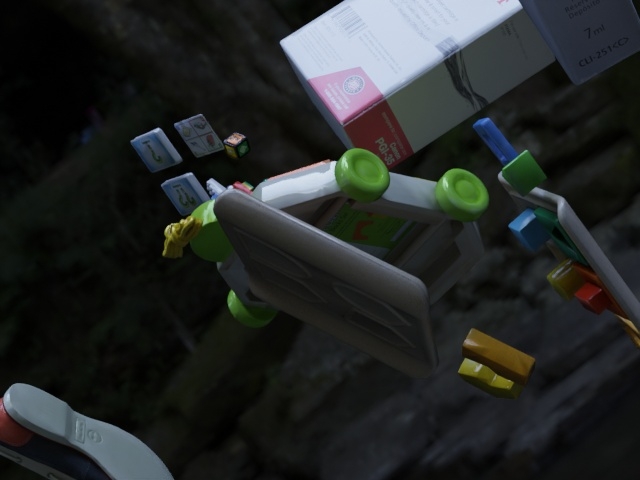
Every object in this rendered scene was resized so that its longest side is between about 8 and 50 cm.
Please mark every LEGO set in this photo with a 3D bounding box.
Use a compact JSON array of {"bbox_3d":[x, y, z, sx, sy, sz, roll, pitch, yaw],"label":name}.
[{"bbox_3d":[-0.133,-0.056,1.864,0.060,0.182,0.244,-42,16,-28],"label":"LEGO set"}]

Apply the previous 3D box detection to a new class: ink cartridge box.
[{"bbox_3d":[0.122,-0.238,1.979,0.283,0.117,0.207,-33,44,-1],"label":"ink cartridge box"},{"bbox_3d":[0.114,-0.291,1.114,0.066,0.261,0.296,-29,41,6],"label":"ink cartridge box"}]

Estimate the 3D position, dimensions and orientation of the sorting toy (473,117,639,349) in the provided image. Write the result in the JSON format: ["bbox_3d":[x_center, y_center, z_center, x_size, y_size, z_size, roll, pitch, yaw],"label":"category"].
[{"bbox_3d":[0.260,0.020,1.659,0.047,0.348,0.196,-39,18,-1],"label":"sorting toy"}]

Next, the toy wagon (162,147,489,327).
[{"bbox_3d":[0.000,0.000,1.629,0.344,0.068,0.267,11,-38,-27],"label":"toy wagon"}]

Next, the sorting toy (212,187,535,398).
[{"bbox_3d":[0.055,0.058,1.421,0.041,0.307,0.229,-59,-15,-16],"label":"sorting toy"}]

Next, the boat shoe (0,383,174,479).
[{"bbox_3d":[-0.153,0.140,0.999,0.043,0.137,0.049,-47,24,24],"label":"boat shoe"}]
